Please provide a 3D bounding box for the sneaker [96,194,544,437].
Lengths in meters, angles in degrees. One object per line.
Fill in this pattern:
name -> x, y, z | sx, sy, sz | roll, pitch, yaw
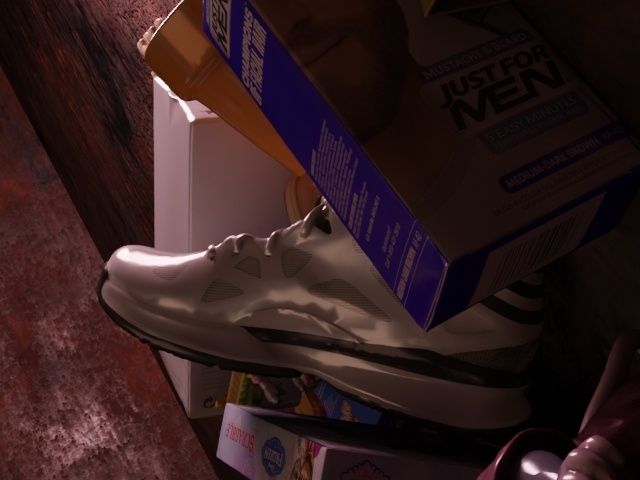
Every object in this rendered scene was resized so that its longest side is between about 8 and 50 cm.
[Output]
sneaker -> 0.001, 0.000, 0.940 | 0.448, 0.169, 0.257 | 13, 99, 21

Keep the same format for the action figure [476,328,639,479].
action figure -> 0.161, 0.153, 0.582 | 0.276, 0.370, 0.248 | 16, 130, 63

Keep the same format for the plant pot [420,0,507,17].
plant pot -> 0.106, -0.222, 0.707 | 0.081, 0.081, 0.083 | 122, 130, -68

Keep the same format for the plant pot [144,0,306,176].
plant pot -> -0.034, -0.173, 0.976 | 0.188, 0.205, 0.205 | 49, 160, -3

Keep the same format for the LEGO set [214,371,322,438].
LEGO set -> -0.031, 0.158, 1.130 | 0.132, 0.287, 0.107 | 27, -163, -51

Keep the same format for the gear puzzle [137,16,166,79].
gear puzzle -> -0.173, -0.179, 1.530 | 0.339, 0.044, 0.175 | 64, 159, -6

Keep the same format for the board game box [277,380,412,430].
board game box -> 0.017, 0.195, 1.341 | 0.233, 0.078, 0.347 | 54, 147, 28

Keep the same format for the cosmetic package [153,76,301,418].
cosmetic package -> -0.116, -0.001, 1.240 | 0.217, 0.156, 0.385 | -131, 41, -58

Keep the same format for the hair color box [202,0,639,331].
hair color box -> 0.066, -0.120, 0.770 | 0.339, 0.185, 0.110 | 54, 158, 26

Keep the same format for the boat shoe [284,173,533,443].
boat shoe -> 0.092, 0.043, 1.043 | 0.110, 0.122, 0.341 | -46, 71, 29

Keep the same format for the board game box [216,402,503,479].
board game box -> 0.091, 0.227, 0.967 | 0.319, 0.318, 0.065 | 173, 108, -71
